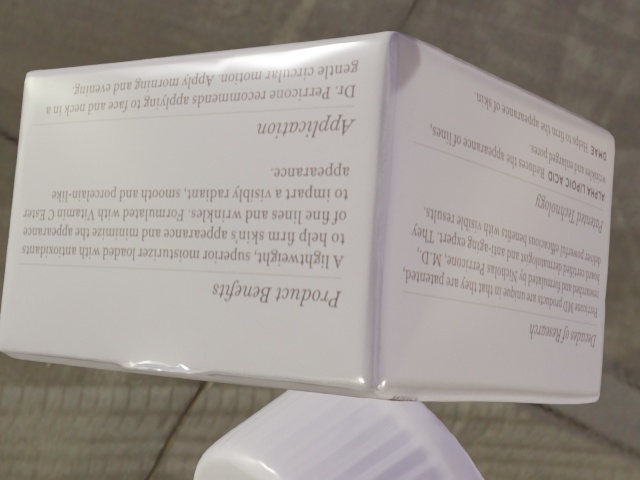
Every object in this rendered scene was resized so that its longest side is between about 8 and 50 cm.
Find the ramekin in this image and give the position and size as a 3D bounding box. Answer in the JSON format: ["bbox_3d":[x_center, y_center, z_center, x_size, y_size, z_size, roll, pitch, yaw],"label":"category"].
[{"bbox_3d":[0.016,0.249,0.991,0.135,0.277,0.277,-27,68,-32],"label":"ramekin"}]

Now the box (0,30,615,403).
[{"bbox_3d":[0.000,0.000,0.497,0.182,0.181,0.119,12,81,-53],"label":"box"}]
